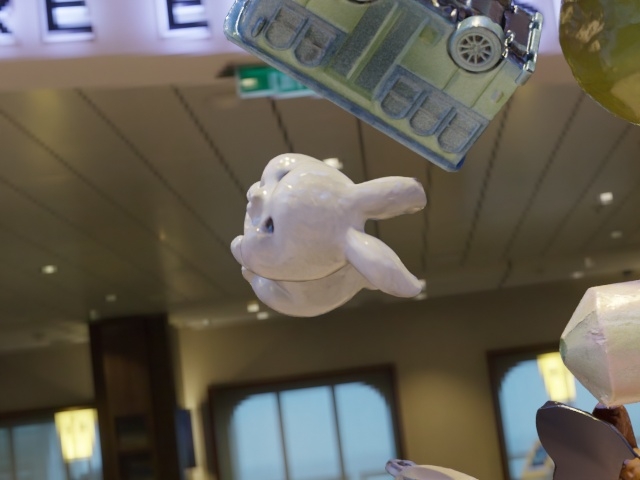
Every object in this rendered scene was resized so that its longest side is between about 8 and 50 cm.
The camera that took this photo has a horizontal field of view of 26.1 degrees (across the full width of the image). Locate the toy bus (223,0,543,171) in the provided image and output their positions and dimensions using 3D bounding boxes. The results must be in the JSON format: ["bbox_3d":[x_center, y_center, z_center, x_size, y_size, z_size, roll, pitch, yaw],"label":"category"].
[{"bbox_3d":[0.073,-0.239,1.523,0.312,0.152,0.190,30,-53,-8],"label":"toy bus"}]

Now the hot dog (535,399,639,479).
[{"bbox_3d":[0.406,0.328,1.756,0.194,0.326,0.107,5,30,40],"label":"hot dog"}]

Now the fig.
[{"bbox_3d":[0.494,-0.298,1.820,0.343,0.343,0.343,-7,-9,-1],"label":"fig"}]

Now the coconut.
[{"bbox_3d":[0.277,0.092,1.244,0.122,0.116,0.116,-10,-9,9],"label":"coconut"}]

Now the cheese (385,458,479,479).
[{"bbox_3d":[0.104,0.243,1.332,0.092,0.047,0.171,9,5,-40],"label":"cheese"}]

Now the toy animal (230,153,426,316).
[{"bbox_3d":[0.005,0.001,1.350,0.179,0.127,0.193,18,-24,-9],"label":"toy animal"}]
